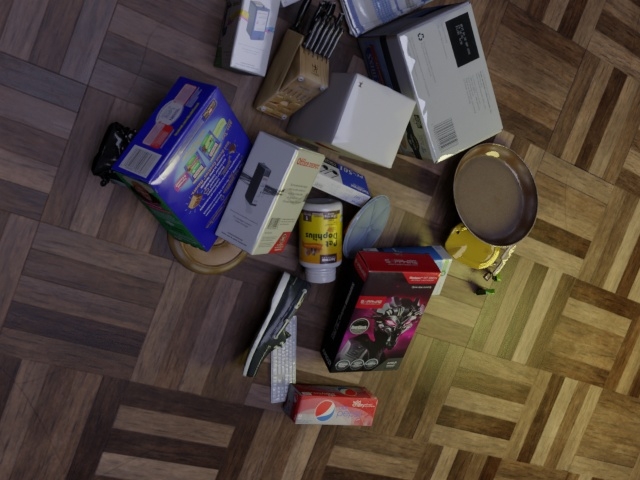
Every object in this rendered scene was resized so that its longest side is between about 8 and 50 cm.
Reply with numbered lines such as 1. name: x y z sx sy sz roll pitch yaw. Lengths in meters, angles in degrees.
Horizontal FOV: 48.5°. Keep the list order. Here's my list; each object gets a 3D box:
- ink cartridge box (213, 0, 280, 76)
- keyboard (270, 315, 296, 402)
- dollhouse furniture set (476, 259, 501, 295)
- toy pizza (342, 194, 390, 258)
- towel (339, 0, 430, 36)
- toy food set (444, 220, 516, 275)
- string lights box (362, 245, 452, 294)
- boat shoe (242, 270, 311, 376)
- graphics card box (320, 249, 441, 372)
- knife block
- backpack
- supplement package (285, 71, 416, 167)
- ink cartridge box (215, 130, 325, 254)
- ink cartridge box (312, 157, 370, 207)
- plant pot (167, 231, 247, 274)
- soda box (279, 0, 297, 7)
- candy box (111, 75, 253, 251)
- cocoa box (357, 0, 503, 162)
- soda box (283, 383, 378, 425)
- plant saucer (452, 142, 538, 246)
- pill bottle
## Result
1. ink cartridge box: -0.172 -0.503 1.675 0.093 0.154 0.213 11 99 -25
2. keyboard: -0.104 0.335 1.996 0.072 0.014 0.256 -5 104 -24
3. dollhouse furniture set: 0.512 0.093 2.213 0.076 0.058 0.152 -5 86 -16
4. toy pizza: 0.121 -0.040 1.951 0.201 0.032 0.201 -41 150 -30
5. towel: 0.165 -0.680 1.855 0.285 0.034 0.209 -29 111 -18
6. toy food set: 0.465 0.015 2.141 0.217 0.071 0.128 26 95 -20
7. string lights box: 0.233 0.091 2.035 0.259 0.077 0.133 -3 125 -24
8. boat shoe: -0.119 0.236 1.900 0.091 0.114 0.303 24 94 -6
9. graphics card box: 0.161 0.204 1.972 0.232 0.094 0.371 3 125 -26
10. knife block: -0.053 -0.461 1.752 0.088 0.275 0.242 17 62 -34
11. backpack: -0.425 -0.187 1.661 0.182 0.115 0.152 21 105 -29
12. supplement package: 0.066 -0.303 1.757 0.177 0.293 0.175 19 94 -27
13. ink cartridge box: -0.117 -0.113 1.715 0.114 0.197 0.273 28 100 16
14. ink cartridge box: 0.031 -0.166 1.881 0.207 0.097 0.046 22 124 -27
15. plant pot: -0.272 -0.022 1.819 0.236 0.032 0.236 -7 106 -23
16. soda box: -0.113 -0.674 1.704 0.069 0.074 0.216 -30 113 -15
17. candy box: -0.286 -0.165 1.620 0.268 0.122 0.317 -58 151 -18
18. cocoa box: 0.287 -0.414 1.866 0.231 0.228 0.347 -27 113 -16
19. soda box: 0.032 0.474 2.046 0.263 0.083 0.092 10 99 -29
20. plant saucer: 0.509 -0.131 2.096 0.310 0.050 0.311 4 80 -24
21. pill bottle: 0.000 0.000 1.901 0.117 0.117 0.215 -6 105 -23
